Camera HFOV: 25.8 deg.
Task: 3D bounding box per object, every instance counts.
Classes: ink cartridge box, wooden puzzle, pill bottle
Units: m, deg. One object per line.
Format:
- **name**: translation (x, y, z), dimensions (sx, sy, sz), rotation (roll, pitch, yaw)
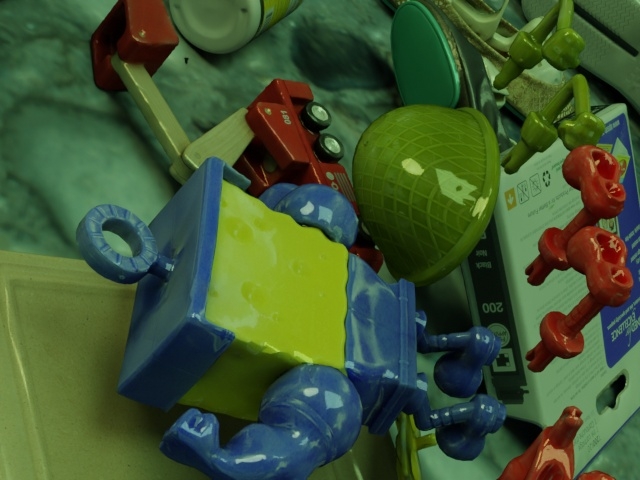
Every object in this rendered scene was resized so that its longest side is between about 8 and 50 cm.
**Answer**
- **ink cartridge box**: translation (0.165, 0.032, 0.930), dimensions (0.206, 0.045, 0.208), rotation (-28, 109, -52)
- **wooden puzzle**: translation (-0.066, 0.111, 0.672), dimensions (0.239, 0.044, 0.221), rotation (5, 53, -36)
- **pill bottle**: translation (-0.046, -0.171, 0.929), dimensions (0.065, 0.065, 0.116), rotation (45, 36, -1)

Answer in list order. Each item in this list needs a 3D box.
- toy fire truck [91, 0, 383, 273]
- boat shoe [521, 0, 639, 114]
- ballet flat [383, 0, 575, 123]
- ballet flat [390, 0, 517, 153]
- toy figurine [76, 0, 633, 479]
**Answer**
- **toy fire truck**: translation (-0.050, -0.054, 0.830), dimensions (0.135, 0.047, 0.192), rotation (3, 55, -42)
- **boat shoe**: translation (0.329, -0.152, 1.228), dimensions (0.335, 0.121, 0.119), rotation (44, 41, 0)
- **ballet flat**: translation (0.137, -0.161, 1.095), dimensions (0.206, 0.067, 0.073), rotation (35, 37, -15)
- **ballet flat**: translation (0.106, -0.079, 0.987), dimensions (0.074, 0.074, 0.203), rotation (5, 59, -41)
- **toy figurine**: translation (0.000, 0.000, 0.652), dimensions (0.217, 0.191, 0.362), rotation (21, 44, -18)
